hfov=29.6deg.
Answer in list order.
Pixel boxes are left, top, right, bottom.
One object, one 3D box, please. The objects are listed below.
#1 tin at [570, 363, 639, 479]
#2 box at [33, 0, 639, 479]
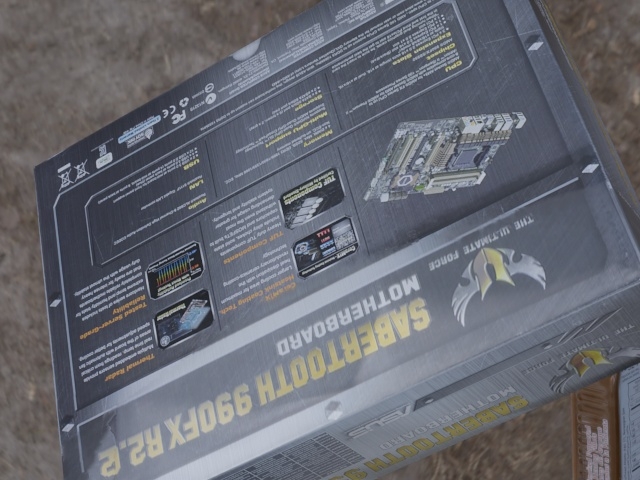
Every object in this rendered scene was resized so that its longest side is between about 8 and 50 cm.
[{"bbox_3d":[0.209,0.125,0.804,0.106,0.040,0.190,-16,108,-38],"label":"tin"},{"bbox_3d":[0.000,0.000,0.471,0.231,0.056,0.183,-28,54,17],"label":"box"}]
